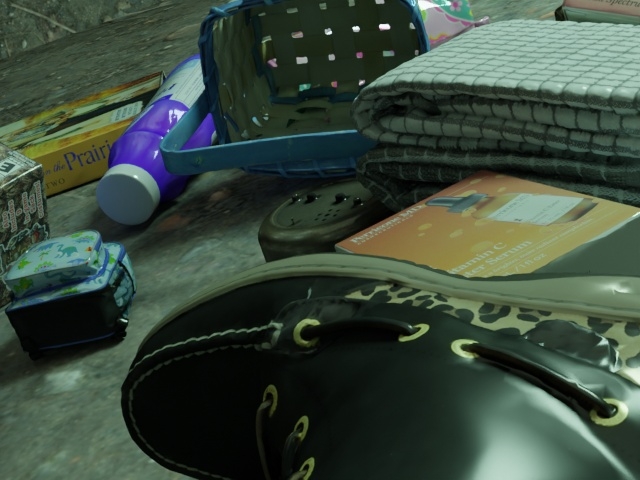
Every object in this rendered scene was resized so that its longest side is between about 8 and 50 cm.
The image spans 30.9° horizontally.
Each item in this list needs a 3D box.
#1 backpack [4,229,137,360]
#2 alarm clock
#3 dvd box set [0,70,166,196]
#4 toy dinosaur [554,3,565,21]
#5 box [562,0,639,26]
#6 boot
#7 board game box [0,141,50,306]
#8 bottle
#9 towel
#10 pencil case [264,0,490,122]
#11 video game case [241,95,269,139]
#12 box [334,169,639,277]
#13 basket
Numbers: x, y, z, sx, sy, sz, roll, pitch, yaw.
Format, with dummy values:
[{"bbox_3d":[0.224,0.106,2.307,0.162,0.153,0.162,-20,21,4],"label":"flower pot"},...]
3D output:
[{"bbox_3d":[-0.216,0.039,1.020,0.105,0.084,0.114,-14,18,8],"label":"backpack"},{"bbox_3d":[0.000,0.000,0.959,0.129,0.064,0.192,4,34,48],"label":"alarm clock"},{"bbox_3d":[-0.411,-0.119,1.636,0.421,0.062,0.307,-19,20,1],"label":"dvd box set"},{"bbox_3d":[0.316,-0.264,1.167,0.160,0.121,0.313,-31,57,-4],"label":"toy dinosaur"},{"bbox_3d":[0.327,-0.263,1.022,0.149,0.127,0.232,15,77,27],"label":"box"},{"bbox_3d":[0.001,0.130,0.528,0.378,0.138,0.284,0,28,31],"label":"boot"},{"bbox_3d":[-0.450,0.000,1.126,0.232,0.141,0.291,27,44,26],"label":"board game box"},{"bbox_3d":[-0.178,-0.118,1.349,0.118,0.092,0.282,-40,15,33],"label":"bottle"},{"bbox_3d":[0.198,-0.090,0.890,0.284,0.121,0.235,9,26,34],"label":"towel"},{"bbox_3d":[0.060,-0.222,1.383,0.284,0.124,0.124,-26,21,-19],"label":"pencil case"},{"bbox_3d":[-0.043,-0.193,1.539,0.193,0.023,0.212,-21,20,-2],"label":"video game case"},{"bbox_3d":[0.111,0.031,0.728,0.130,0.091,0.170,-27,22,-19],"label":"box"},{"bbox_3d":[0.001,-0.150,1.127,0.255,0.201,0.289,-3,26,16],"label":"basket"}]
